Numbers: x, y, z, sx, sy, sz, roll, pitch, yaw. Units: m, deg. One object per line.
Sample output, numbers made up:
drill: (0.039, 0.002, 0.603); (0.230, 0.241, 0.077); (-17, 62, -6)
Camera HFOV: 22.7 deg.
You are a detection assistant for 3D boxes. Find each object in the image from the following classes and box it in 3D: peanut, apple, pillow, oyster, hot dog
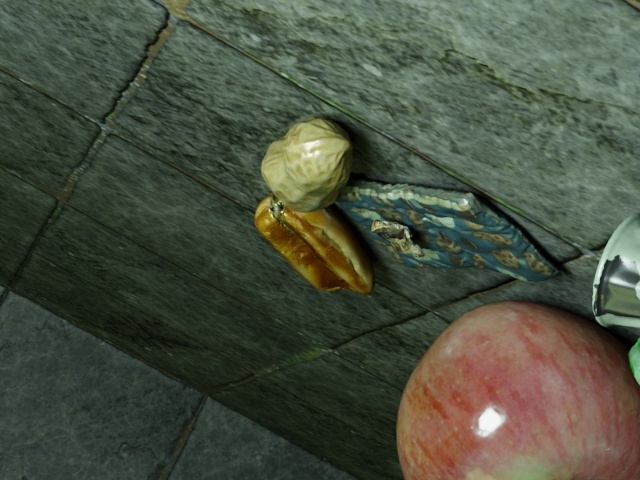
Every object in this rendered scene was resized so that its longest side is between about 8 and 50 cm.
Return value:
peanut: (-0.012, -0.084, 1.707); (0.093, 0.083, 0.194); (26, 165, 1)
apple: (0.245, 0.225, 1.879); (0.345, 0.344, 0.269); (41, -164, -41)
pillow: (0.134, -0.012, 1.802); (0.255, 0.034, 0.189); (6, 156, 48)
oyster: (0.083, -0.003, 1.810); (0.054, 0.019, 0.083); (15, 159, 38)
hot dog: (0.000, 0.000, 1.982); (0.100, 0.068, 0.249); (4, 158, 25)

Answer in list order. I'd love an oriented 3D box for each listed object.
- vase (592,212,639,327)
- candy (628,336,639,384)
vase: (0.427, 0.081, 1.426); (0.360, 0.165, 0.165); (22, 164, 32)
candy: (0.419, 0.099, 1.645); (0.097, 0.097, 0.323); (29, 156, -8)
